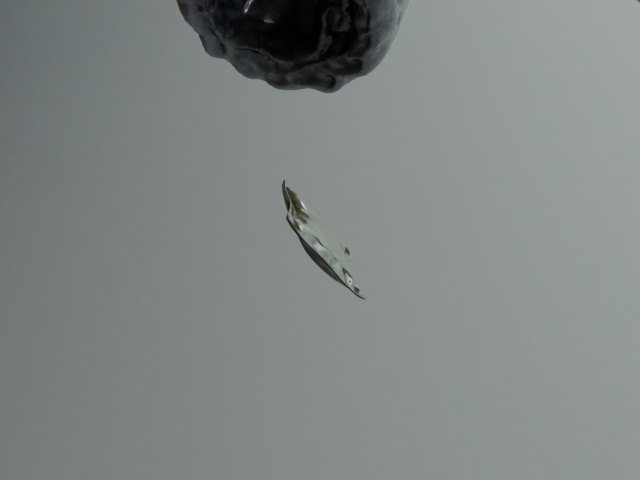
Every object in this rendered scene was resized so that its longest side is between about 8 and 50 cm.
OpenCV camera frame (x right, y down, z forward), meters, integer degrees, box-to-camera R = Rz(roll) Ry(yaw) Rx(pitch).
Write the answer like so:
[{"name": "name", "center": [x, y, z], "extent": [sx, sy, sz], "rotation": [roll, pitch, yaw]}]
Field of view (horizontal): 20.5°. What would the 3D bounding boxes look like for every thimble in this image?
[{"name": "thimble", "center": [-0.018, -0.257, 1.575], "extent": [0.245, 0.217, 0.157], "rotation": [102, 1, -56]}]

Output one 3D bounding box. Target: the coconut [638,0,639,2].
[{"name": "coconut", "center": [0.342, -0.380, 1.524], "extent": [0.297, 0.309, 0.297], "rotation": [-25, -161, 9]}]

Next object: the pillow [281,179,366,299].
[{"name": "pillow", "center": [0.000, 0.000, 2.025], "extent": [0.033, 0.130, 0.217], "rotation": [-42, -166, 7]}]
